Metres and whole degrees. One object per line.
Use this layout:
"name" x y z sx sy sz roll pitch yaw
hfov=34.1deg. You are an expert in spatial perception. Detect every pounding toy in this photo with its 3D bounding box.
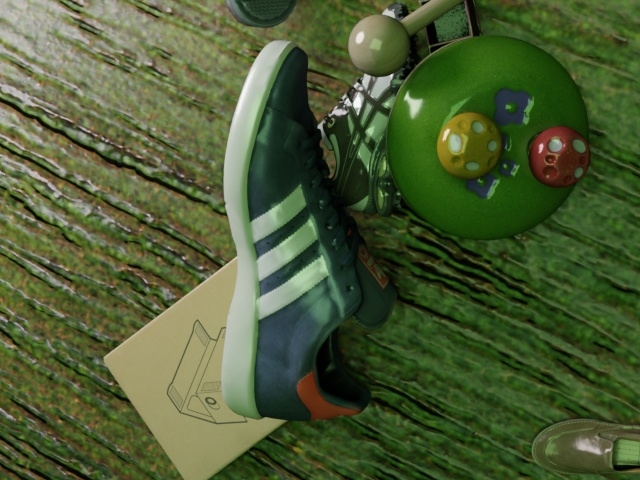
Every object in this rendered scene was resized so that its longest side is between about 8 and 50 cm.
"pounding toy" 0.143 -0.103 0.877 0.183 0.110 0.237 -27 105 -1

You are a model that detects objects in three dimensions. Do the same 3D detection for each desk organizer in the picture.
"desk organizer" 0.126 -0.159 0.951 0.047 0.050 0.130 -11 90 17

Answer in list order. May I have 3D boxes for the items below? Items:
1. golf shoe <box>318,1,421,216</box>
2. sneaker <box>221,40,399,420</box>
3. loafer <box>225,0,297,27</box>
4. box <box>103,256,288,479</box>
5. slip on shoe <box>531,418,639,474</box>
"golf shoe" 0.041 -0.123 0.966 0.094 0.077 0.198 8 94 16
"sneaker" 0.000 0.000 0.933 0.148 0.131 0.350 7 110 14
"loafer" -0.065 -0.333 0.993 0.096 0.084 0.267 -3 94 -26
"box" -0.099 0.130 1.050 0.201 0.021 0.164 -37 83 14
"slip on shoe" 0.258 0.190 0.938 0.135 0.041 0.051 1 94 16
